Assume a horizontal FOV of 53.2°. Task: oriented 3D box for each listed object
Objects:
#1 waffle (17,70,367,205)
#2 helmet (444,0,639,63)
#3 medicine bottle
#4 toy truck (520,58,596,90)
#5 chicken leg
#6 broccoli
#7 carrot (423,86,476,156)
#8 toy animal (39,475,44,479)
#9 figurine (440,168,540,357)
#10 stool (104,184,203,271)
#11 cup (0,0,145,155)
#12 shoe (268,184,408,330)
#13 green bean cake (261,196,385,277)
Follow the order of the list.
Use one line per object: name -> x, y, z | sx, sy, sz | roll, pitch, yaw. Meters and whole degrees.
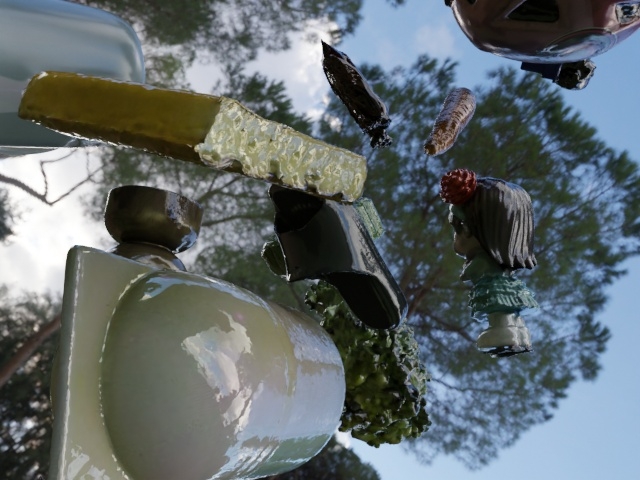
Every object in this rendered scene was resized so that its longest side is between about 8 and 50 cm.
waffle -> -0.103, -0.093, 0.585 | 0.221, 0.248, 0.055 | 17, -85, 30
helmet -> 0.262, -0.272, 0.715 | 0.253, 0.154, 0.198 | 21, -9, 8
medicine bottle -> -0.144, 0.157, 0.717 | 0.236, 0.236, 0.406 | 29, -2, 26
toy truck -> 0.377, -0.357, 1.050 | 0.177, 0.213, 0.161 | 13, -49, 11
chicken leg -> 0.067, -0.268, 1.179 | 0.234, 0.063, 0.105 | 53, -9, -12
broccoli -> 0.092, 0.228, 1.217 | 0.324, 0.334, 0.272 | 27, -86, -6
carrot -> 0.225, -0.204, 1.104 | 0.059, 0.248, 0.059 | 13, -52, 18
toy animal -> -0.284, 0.359, 0.830 | 0.066, 0.224, 0.229 | -3, -74, 12
figurine -> 0.230, 0.027, 0.848 | 0.110, 0.138, 0.245 | -17, -112, 37
stool -> -0.324, 0.053, 1.170 | 0.179, 0.179, 0.264 | -14, -117, 48
cup -> -0.491, -0.263, 1.146 | 0.357, 0.274, 0.259 | -45, -122, 46
shoe -> 0.011, 0.032, 0.788 | 0.108, 0.093, 0.241 | -19, -68, 52
green bean cake -> 0.000, 0.000, 1.472 | 0.248, 0.222, 0.125 | -17, -76, 45
